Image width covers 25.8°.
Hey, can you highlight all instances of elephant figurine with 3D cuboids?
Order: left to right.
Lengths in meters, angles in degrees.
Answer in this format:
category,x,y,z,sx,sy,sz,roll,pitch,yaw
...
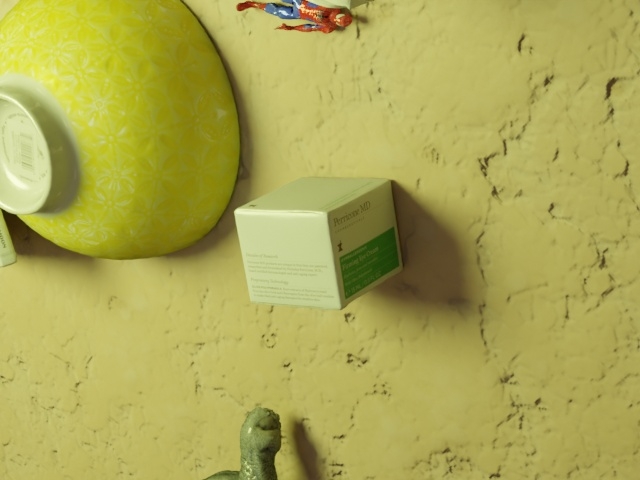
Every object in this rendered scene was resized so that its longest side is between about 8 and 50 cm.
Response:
category,x,y,z,sx,sy,sz,roll,pitch,yaw
elephant figurine,-0.092,0.305,1.380,0.169,0.186,0.239,102,148,-82

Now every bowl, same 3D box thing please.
category,x,y,z,sx,sy,sz,roll,pitch,yaw
bowl,-0.233,-0.100,1.295,0.289,0.156,0.289,17,119,33

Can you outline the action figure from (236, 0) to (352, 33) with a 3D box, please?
category,x,y,z,sx,sy,sz,roll,pitch,yaw
action figure,-0.022,-0.195,1.172,0.115,0.030,0.038,18,114,30

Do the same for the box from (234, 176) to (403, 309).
category,x,y,z,sx,sy,sz,roll,pitch,yaw
box,0.000,0.000,1.187,0.102,0.101,0.087,2,109,36

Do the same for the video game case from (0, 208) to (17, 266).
category,x,y,z,sx,sy,sz,roll,pitch,yaw
video game case,-0.361,-0.063,1.443,0.190,0.022,0.173,12,120,69

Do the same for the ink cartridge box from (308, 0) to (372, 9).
category,x,y,z,sx,sy,sz,roll,pitch,yaw
ink cartridge box,-0.015,-0.355,1.028,0.226,0.131,0.306,26,124,27
